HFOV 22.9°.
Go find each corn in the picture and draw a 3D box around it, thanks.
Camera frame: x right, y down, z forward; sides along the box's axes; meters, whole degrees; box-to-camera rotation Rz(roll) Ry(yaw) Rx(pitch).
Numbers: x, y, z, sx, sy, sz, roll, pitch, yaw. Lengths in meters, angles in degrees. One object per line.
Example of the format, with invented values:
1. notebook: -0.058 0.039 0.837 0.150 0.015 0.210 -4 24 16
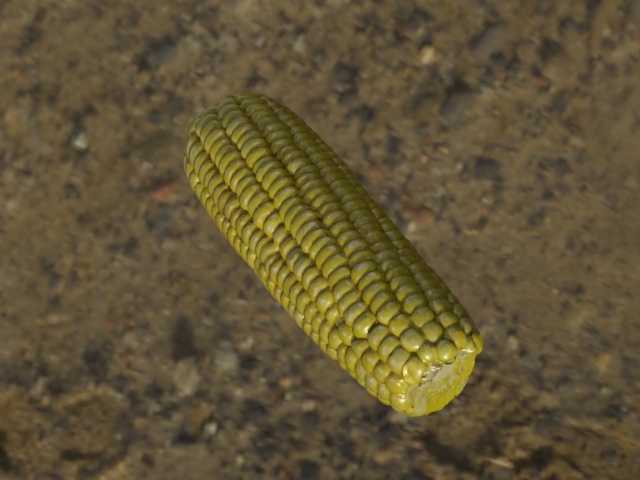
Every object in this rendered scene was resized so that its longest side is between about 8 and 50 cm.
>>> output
1. corn: 0.000 0.000 0.714 0.067 0.067 0.206 -52 51 13
